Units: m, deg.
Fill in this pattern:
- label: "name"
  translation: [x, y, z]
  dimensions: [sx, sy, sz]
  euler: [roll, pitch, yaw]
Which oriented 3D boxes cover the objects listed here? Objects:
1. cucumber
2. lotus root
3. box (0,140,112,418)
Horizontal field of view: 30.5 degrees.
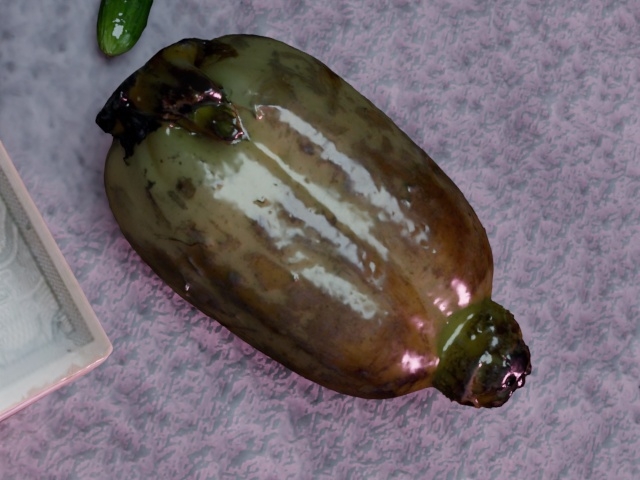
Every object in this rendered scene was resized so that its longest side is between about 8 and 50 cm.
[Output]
- label: "cucumber"
  translation: [-0.125, -0.193, 0.794]
  dimensions: [0.037, 0.037, 0.155]
  euler: [12, 76, -18]
- label: "lotus root"
  translation: [0.000, 0.000, 0.738]
  dimensions: [0.309, 0.173, 0.173]
  euler: [41, 68, -7]
- label: "box"
  translation: [-0.197, 0.019, 0.602]
  dimensions: [0.069, 0.256, 0.164]
  euler: [-29, 89, -25]
